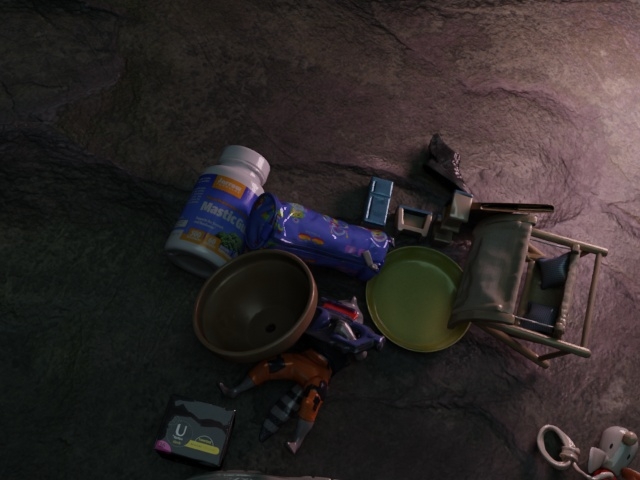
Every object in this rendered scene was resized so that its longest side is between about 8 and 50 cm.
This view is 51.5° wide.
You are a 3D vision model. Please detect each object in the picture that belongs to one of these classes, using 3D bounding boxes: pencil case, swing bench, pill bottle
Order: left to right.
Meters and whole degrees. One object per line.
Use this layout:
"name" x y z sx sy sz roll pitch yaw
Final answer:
"pill bottle" -0.208 -0.063 1.407 0.153 0.152 0.271 21 67 1
"pencil case" 0.000 0.000 1.369 0.306 0.133 0.119 17 106 -26
"swing bench" 0.432 0.099 1.397 0.255 0.165 0.253 24 65 -8

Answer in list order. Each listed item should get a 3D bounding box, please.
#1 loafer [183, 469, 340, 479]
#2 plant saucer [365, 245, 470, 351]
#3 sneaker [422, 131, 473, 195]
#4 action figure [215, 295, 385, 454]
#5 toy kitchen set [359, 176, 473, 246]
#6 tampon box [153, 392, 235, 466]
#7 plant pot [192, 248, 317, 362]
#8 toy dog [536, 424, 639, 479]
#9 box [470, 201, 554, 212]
"loafer" -0.100 0.486 1.210 0.320 0.112 0.111 7 58 -6
"plant saucer" 0.214 0.129 1.447 0.241 0.037 0.240 3 67 -8
"sneaker" 0.314 -0.175 1.583 0.170 0.051 0.089 40 72 13
"action figure" -0.048 0.226 1.338 0.341 0.178 0.330 26 55 36
"toy kitchen set" 0.211 -0.088 1.469 0.207 0.166 0.122 14 66 -2
"tampon box" -0.227 0.357 1.219 0.121 0.161 0.101 15 66 -1
"plant pot" -0.111 0.139 1.248 0.238 0.109 0.237 -11 49 12
"toy dog" 0.543 0.481 1.240 0.220 0.161 0.333 14 52 -4
"box" 0.397 -0.074 1.478 0.165 0.201 0.021 1 94 -7
